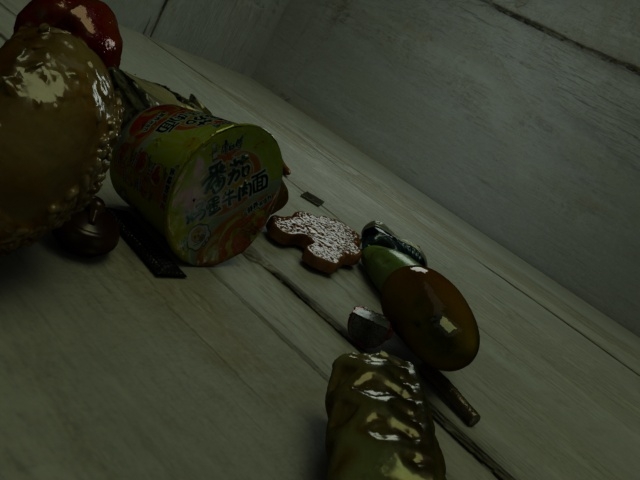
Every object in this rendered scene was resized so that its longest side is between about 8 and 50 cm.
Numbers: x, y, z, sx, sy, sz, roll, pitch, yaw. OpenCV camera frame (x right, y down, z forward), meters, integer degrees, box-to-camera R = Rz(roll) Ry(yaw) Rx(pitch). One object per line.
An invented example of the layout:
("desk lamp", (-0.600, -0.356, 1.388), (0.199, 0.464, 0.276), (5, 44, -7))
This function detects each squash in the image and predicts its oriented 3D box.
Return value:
("squash", (0.186, 0.089, 1.363), (0.118, 0.118, 0.370), (20, 17, -30))

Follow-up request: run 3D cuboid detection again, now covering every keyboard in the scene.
("keyboard", (-0.293, 0.001, 0.979), (0.198, 0.010, 0.064), (40, 17, 32))

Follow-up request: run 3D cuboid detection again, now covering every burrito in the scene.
("burrito", (-0.386, -0.298, 1.494), (0.190, 0.135, 0.332), (46, 18, 20))

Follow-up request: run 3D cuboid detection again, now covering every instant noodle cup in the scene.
("instant noodle cup", (-0.225, -0.113, 1.042), (0.200, 0.264, 0.264), (31, 14, 30))

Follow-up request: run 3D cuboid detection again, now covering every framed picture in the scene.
("framed picture", (-0.024, -0.129, 1.841), (0.066, 0.006, 0.089), (31, 16, 4))

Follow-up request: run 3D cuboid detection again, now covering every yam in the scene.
("yam", (0.224, 0.264, 1.051), (0.032, 0.032, 0.145), (14, 24, -44))

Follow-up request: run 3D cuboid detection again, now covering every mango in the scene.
("mango", (0.207, 0.147, 1.099), (0.176, 0.139, 0.254), (21, 23, -28))

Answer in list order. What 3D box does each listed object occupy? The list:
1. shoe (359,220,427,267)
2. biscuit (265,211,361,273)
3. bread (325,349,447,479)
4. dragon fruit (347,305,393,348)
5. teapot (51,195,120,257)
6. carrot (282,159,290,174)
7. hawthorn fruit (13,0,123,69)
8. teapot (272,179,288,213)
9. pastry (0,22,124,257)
("shoe", (0.192, 0.038, 1.606), (0.207, 0.091, 0.106), (33, 38, -5))
("biscuit", (0.000, 0.000, 1.428), (0.202, 0.047, 0.334), (35, 19, 14))
("bread", (0.074, 0.245, 0.678), (0.152, 0.130, 0.267), (32, 17, -10))
("dragon fruit", (0.087, 0.160, 1.072), (0.083, 0.060, 0.056), (22, 14, 7))
("teapot", (-0.337, -0.030, 0.870), (0.098, 0.078, 0.129), (23, 17, -23))
("carrot", (-0.137, -0.260, 2.000), (0.037, 0.037, 0.190), (20, 23, -31))
("hawthorn fruit", (-0.617, -0.494, 1.457), (0.254, 0.254, 0.300), (27, 5, -12))
("teapot", (-0.181, -0.133, 1.346), (0.203, 0.167, 0.311), (58, -2, 0))
("pastry", (-0.354, -0.105, 0.718), (0.184, 0.285, 0.315), (40, 34, -31))
